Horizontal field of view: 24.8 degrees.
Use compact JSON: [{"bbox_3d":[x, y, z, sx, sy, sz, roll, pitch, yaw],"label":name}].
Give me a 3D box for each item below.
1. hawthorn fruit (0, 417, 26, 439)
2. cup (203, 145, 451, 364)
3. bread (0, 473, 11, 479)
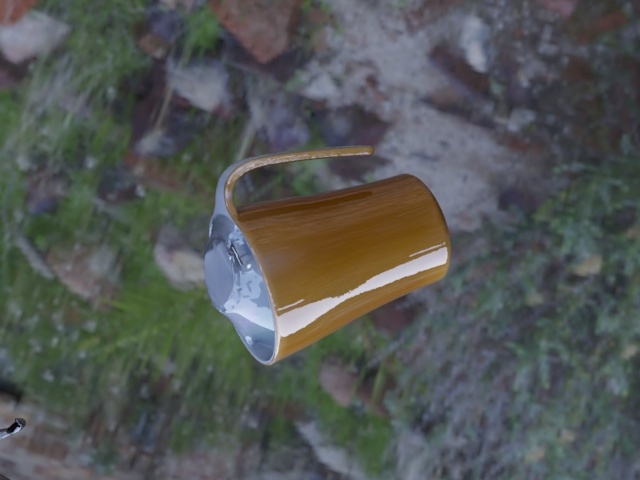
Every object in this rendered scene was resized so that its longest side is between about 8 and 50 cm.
[{"bbox_3d":[-0.297,0.145,1.032,0.194,0.157,0.157,-7,149,13],"label":"hawthorn fruit"},{"bbox_3d":[0.000,0.000,1.639,0.264,0.226,0.182,-19,-166,-20],"label":"cup"},{"bbox_3d":[-0.501,0.382,2.117,0.210,0.110,0.192,11,151,50],"label":"bread"}]
